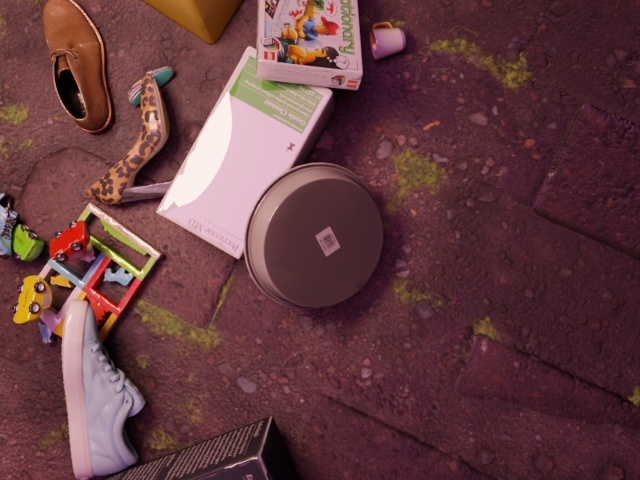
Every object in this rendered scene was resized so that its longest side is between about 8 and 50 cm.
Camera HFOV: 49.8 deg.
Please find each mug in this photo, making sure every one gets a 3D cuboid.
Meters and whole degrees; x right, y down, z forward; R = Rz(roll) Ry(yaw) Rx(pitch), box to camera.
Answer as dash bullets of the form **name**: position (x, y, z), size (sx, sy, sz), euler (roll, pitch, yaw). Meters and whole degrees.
- **mug**: position (0.136, -0.410, 1.398), size (0.064, 0.062, 0.078), euler (-12, 93, -3)

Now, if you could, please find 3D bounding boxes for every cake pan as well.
- **cake pan**: position (0.000, 0.000, 1.316), size (0.293, 0.054, 0.293), euler (-7, 106, -24)

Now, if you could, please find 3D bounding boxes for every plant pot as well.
- **plant pot**: position (-0.264, -0.558, 1.375), size (0.212, 0.187, 0.212), euler (34, 91, 5)

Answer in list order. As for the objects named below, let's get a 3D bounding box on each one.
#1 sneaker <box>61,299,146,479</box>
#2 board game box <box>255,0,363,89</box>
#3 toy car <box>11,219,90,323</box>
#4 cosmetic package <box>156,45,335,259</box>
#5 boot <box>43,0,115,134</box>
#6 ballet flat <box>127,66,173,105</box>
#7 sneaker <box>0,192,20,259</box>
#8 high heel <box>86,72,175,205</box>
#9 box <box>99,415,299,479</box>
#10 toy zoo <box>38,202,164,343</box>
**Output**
- **sneaker**: position (-0.431, 0.291, 1.384), size (0.150, 0.135, 0.366), euler (-5, 102, -17)
- **board game box**: position (-0.024, -0.427, 1.327), size (0.193, 0.053, 0.305), euler (4, 59, -11)
- **toy car**: position (-0.571, 0.034, 1.412), size (0.225, 0.053, 0.239), euler (33, 89, 39)
- **cosmetic package**: position (-0.139, -0.162, 1.364), size (0.197, 0.155, 0.365), euler (28, 89, 4)
- **boot**: position (-0.512, -0.377, 1.427), size (0.112, 0.115, 0.305), euler (-20, 85, 6)
- **ballet flat**: position (-0.362, -0.333, 1.450), size (0.114, 0.041, 0.041), euler (-40, 85, 1)
- **sneaker**: position (-0.661, -0.036, 1.428), size (0.073, 0.063, 0.162), euler (-25, 63, 4)
- **high heel**: position (-0.403, -0.205, 1.415), size (0.186, 0.093, 0.261), euler (-6, 96, -1)
- **box**: position (-0.225, 0.557, 1.292), size (0.395, 0.212, 0.293), euler (-21, 94, 4)
- **toy zoo**: position (-0.488, 0.094, 1.445), size (0.192, 0.030, 0.293), euler (35, 91, 6)
